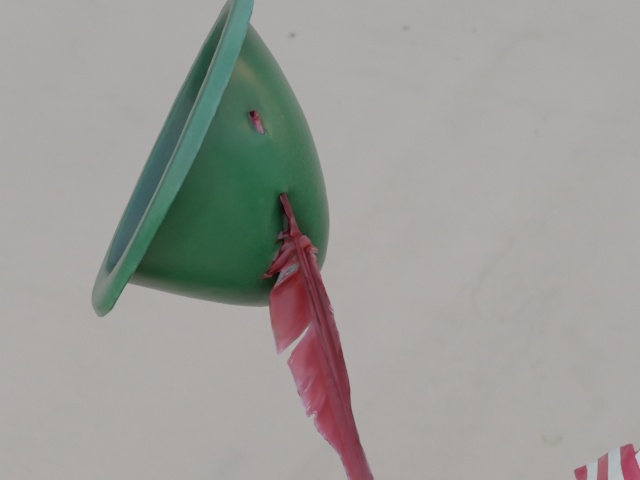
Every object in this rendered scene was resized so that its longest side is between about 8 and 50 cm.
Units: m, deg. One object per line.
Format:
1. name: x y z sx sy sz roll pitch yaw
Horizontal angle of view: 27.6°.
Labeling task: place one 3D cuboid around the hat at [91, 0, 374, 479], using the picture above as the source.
1. hat: 0.000 0.000 0.653 0.183 0.208 0.173 25 15 -11

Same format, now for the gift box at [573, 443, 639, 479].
1. gift box: 0.223 0.277 0.745 0.255 0.258 0.276 -56 26 10
